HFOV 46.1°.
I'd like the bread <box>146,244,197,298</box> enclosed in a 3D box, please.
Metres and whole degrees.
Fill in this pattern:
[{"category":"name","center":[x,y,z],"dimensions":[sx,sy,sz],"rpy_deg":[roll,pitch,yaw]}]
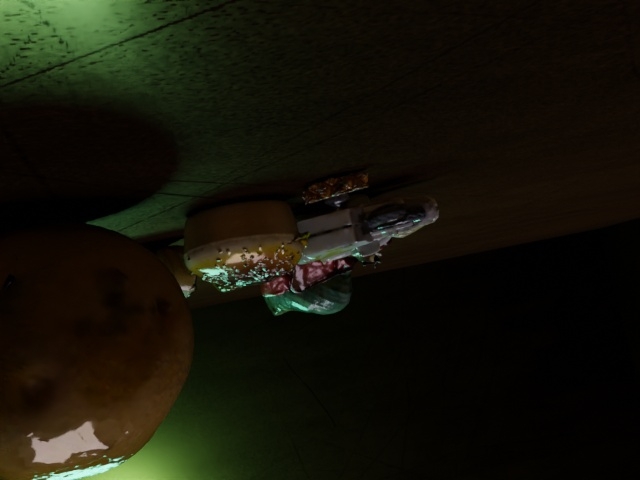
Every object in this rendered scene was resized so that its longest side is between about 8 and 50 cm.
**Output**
[{"category":"bread","center":[-0.231,0.055,0.949],"dimensions":[0.094,0.083,0.157],"rpy_deg":[-6,161,-37]}]

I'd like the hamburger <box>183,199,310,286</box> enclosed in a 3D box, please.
[{"category":"hamburger","center":[-0.077,0.006,0.795],"dimensions":[0.127,0.081,0.141],"rpy_deg":[-15,173,25]}]

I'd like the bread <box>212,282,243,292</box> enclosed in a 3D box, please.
[{"category":"bread","center":[-0.155,0.059,1.297],"dimensions":[0.066,0.060,0.110],"rpy_deg":[-41,-177,-14]}]

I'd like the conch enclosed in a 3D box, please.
[{"category":"conch","center":[-0.025,0.074,1.411],"dimensions":[0.188,0.122,0.176],"rpy_deg":[-10,-165,6]}]

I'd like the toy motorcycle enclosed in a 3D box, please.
[{"category":"toy motorcycle","center":[0.027,-0.011,0.901],"dimensions":[0.229,0.074,0.151],"rpy_deg":[-16,176,21]}]

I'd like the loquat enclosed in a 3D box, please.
[{"category":"loquat","center":[-0.222,0.097,0.653],"dimensions":[0.244,0.244,0.244],"rpy_deg":[-12,174,-1]}]

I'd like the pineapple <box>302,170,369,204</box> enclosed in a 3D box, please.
[{"category":"pineapple","center":[0.008,-0.050,0.741],"dimensions":[0.045,0.019,0.083],"rpy_deg":[-11,178,-43]}]

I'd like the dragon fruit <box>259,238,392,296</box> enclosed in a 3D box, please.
[{"category":"dragon fruit","center":[0.004,0.019,1.037],"dimensions":[0.192,0.092,0.122],"rpy_deg":[-12,175,-2]}]
